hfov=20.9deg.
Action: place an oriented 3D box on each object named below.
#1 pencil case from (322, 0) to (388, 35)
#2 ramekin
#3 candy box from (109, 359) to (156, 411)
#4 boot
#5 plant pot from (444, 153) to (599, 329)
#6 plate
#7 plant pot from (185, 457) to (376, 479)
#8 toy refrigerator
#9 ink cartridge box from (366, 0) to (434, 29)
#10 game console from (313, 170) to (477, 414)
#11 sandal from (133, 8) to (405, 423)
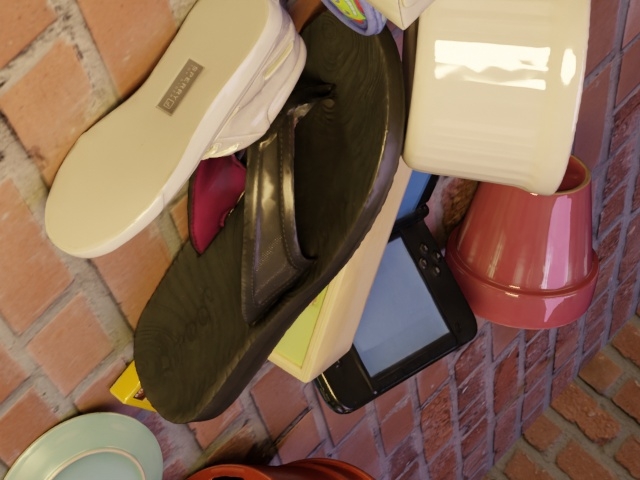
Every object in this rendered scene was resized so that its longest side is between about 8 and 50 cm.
[{"bbox_3d":[0.088,-0.299,1.346,0.306,0.133,0.119,-47,141,-10],"label":"pencil case"},{"bbox_3d":[0.144,-0.180,1.495,0.277,0.135,0.277,-176,-90,-89],"label":"ramekin"},{"bbox_3d":[-0.123,0.085,1.753,0.206,0.027,0.105,-50,163,2],"label":"candy box"},{"bbox_3d":[-0.103,-0.080,1.373,0.258,0.095,0.123,-50,154,-1],"label":"boot"},{"bbox_3d":[0.263,-0.016,2.197,0.201,0.201,0.180,-31,138,-43],"label":"plant pot"},{"bbox_3d":[-0.233,0.257,1.715,0.188,0.024,0.188,-19,125,-30],"label":"plate"},{"bbox_3d":[-0.062,0.390,2.152,0.272,0.272,0.265,-51,152,5],"label":"plant pot"},{"bbox_3d":[0.000,0.000,1.689,0.094,0.102,0.269,-34,150,-50],"label":"toy refrigerator"},{"bbox_3d":[0.034,-0.264,1.206,0.128,0.176,0.127,-46,161,-11],"label":"ink cartridge box"},{"bbox_3d":[0.092,0.013,1.889,0.173,0.250,0.293,-30,177,40],"label":"game console"},{"bbox_3d":[-0.063,-0.007,1.525,0.107,0.167,0.445,1,129,-44],"label":"sandal"}]
